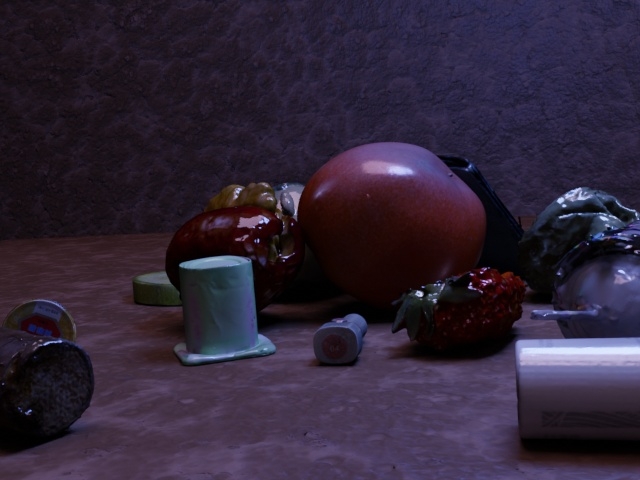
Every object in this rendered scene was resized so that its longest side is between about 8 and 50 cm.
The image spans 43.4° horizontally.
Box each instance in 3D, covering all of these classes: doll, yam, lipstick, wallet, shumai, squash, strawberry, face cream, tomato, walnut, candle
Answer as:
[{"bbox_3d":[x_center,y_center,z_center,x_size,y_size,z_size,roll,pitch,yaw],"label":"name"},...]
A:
[{"bbox_3d":[0.000,0.000,1.714,0.247,0.247,0.349,0,-8,32],"label":"doll"},{"bbox_3d":[-0.395,0.157,0.942,0.280,0.131,0.131,2,8,38],"label":"yam"},{"bbox_3d":[0.039,0.135,1.189,0.063,0.057,0.186,-3,3,12],"label":"lipstick"},{"bbox_3d":[0.318,-0.044,1.653,0.191,0.046,0.379,6,-32,46],"label":"wallet"},{"bbox_3d":[0.488,0.047,1.440,0.225,0.222,0.260,-30,-25,-3],"label":"shumai"},{"bbox_3d":[-0.280,0.097,1.764,0.252,0.049,0.252,-3,6,0],"label":"squash"},{"bbox_3d":[0.214,0.108,1.181,0.174,0.098,0.228,-19,-15,31],"label":"strawberry"},{"bbox_3d":[0.359,0.138,0.747,0.346,0.102,0.102,-2,6,15],"label":"face cream"},{"bbox_3d":[0.138,-0.042,1.452,0.341,0.273,0.341,24,32,-16],"label":"tomato"},{"bbox_3d":[-0.143,0.015,1.420,0.269,0.244,0.222,-21,-38,40],"label":"walnut"},{"bbox_3d":[0.384,0.071,0.984,0.187,0.187,0.330,2,10,42],"label":"candle"}]

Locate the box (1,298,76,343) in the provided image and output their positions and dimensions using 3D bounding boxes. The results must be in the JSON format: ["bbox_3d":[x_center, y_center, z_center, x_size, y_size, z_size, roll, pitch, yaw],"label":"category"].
[{"bbox_3d":[-0.415,0.138,1.189,0.105,0.105,0.037,-5,0,-15],"label":"box"}]

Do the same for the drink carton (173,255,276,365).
[{"bbox_3d":[-0.154,0.100,1.227,0.146,0.142,0.144,-8,6,-18],"label":"drink carton"}]
